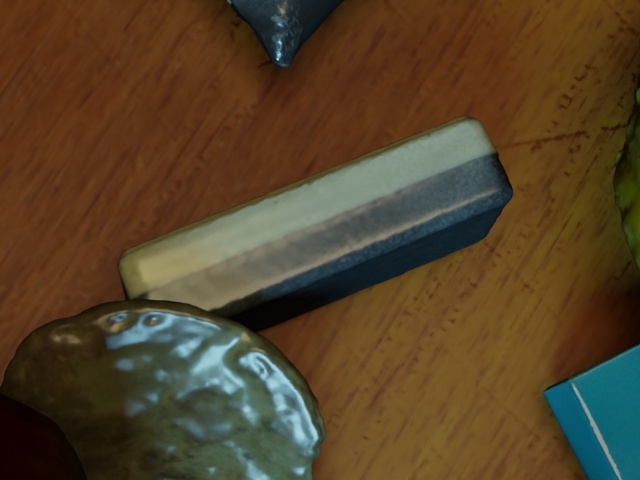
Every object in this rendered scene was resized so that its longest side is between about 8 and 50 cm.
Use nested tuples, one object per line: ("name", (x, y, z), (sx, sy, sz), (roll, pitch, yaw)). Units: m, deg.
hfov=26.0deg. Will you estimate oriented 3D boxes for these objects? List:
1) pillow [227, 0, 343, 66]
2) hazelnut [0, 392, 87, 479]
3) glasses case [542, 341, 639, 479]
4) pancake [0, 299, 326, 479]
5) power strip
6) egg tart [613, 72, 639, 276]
("pillow", (-0.044, -0.255, 0.932), (0.250, 0.106, 0.186), (46, 70, 3))
("hazelnut", (-0.255, 0.269, 0.669), (0.402, 0.402, 0.429), (-13, 92, -8))
("glasses case", (0.260, 0.207, 0.885), (0.117, 0.070, 0.301), (-23, 79, -20))
("pancake", (-0.100, 0.144, 0.823), (0.222, 0.042, 0.236), (-13, 110, 9))
("power strip", (0.000, 0.000, 0.881), (0.256, 0.105, 0.070), (-21, 78, -10))
("egg tart", (0.305, -0.017, 0.875), (0.351, 0.153, 0.339), (51, 42, -3))
